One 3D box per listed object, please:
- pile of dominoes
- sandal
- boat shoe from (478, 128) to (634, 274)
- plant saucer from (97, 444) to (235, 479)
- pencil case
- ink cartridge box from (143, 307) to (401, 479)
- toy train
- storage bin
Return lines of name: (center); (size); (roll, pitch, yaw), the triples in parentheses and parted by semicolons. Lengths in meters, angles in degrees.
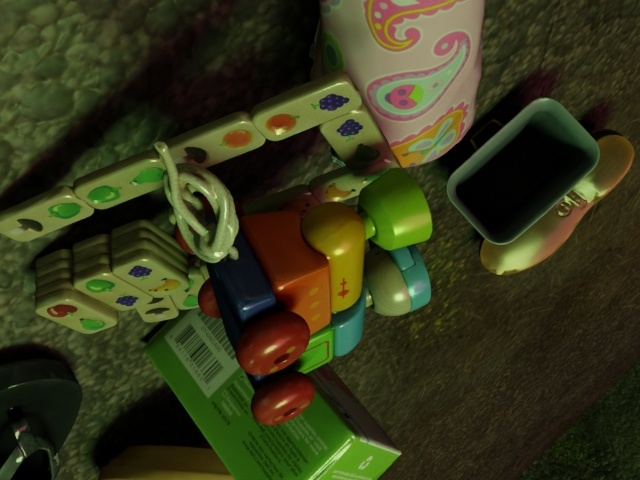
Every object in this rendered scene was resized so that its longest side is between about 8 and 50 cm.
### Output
pile of dominoes: (-0.061, 0.003, 0.519); (0.251, 0.040, 0.196); (-20, 151, 15)
sandal: (-0.246, 0.188, 0.637); (0.097, 0.054, 0.254); (-9, 137, -42)
boat shoe: (0.264, -0.043, 0.903); (0.207, 0.073, 0.073); (-41, -170, 11)
plant saucer: (-0.109, 0.225, 0.763); (0.199, 0.037, 0.200); (5, 160, 2)
pencil case: (0.045, -0.168, 0.453); (0.124, 0.124, 0.284); (-30, 148, -19)
ink cartridge box: (-0.016, 0.154, 0.725); (0.097, 0.189, 0.255); (-45, 151, 3)
toy train: (0.000, 0.000, 0.447); (0.143, 0.105, 0.248); (-25, 152, -13)
storage bin: (0.184, -0.067, 0.774); (0.135, 0.098, 0.091); (-42, 177, 1)
